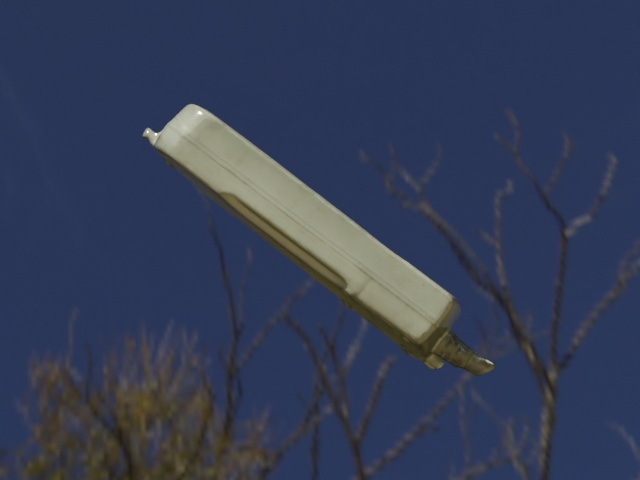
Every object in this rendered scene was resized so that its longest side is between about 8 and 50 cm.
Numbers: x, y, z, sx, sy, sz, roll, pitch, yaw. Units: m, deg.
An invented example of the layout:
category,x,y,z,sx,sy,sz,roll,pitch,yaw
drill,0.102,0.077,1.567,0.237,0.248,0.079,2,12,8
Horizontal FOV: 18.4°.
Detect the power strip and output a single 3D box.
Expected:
category,x,y,z,sx,sy,sz,roll,pitch,yaw
power strip,0.000,0.000,0.876,0.191,0.047,0.030,37,-97,12
